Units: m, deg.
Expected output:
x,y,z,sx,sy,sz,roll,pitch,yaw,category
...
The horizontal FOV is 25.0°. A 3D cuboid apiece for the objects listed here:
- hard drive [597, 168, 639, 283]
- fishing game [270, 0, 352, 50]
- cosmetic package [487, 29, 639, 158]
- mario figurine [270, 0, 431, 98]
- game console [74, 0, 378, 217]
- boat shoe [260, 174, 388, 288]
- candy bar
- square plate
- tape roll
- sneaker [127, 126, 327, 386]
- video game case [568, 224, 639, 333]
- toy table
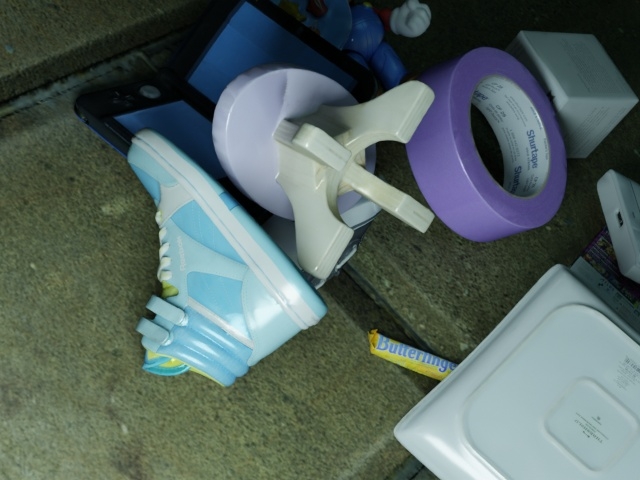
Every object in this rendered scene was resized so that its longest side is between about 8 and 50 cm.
x,y,z,sx,sy,sz,roll,pitch,yaw,category
0.602,0.041,2.284,0.353,0.047,0.233,27,33,-22,hard drive
-0.047,-0.324,2.086,0.264,0.041,0.189,-38,78,-14,fishing game
0.377,-0.233,2.334,0.183,0.151,0.151,-3,54,-40,cosmetic package
0.038,-0.338,2.160,0.198,0.170,0.320,-5,59,-56,mario figurine
-0.123,-0.183,1.840,0.293,0.173,0.250,38,36,27,game console
0.000,0.000,1.872,0.108,0.102,0.301,14,30,19,boat shoe
0.129,0.157,1.883,0.161,0.018,0.040,23,42,-19,candy bar
0.328,0.236,1.798,0.347,0.049,0.344,42,66,14,square plate
0.245,-0.140,2.115,0.274,0.090,0.275,19,62,-40,tape roll
-0.165,0.031,1.654,0.319,0.208,0.127,47,1,22,sneaker
0.469,0.103,2.169,0.232,0.042,0.210,43,39,6,video game case
0.016,-0.093,1.695,0.274,0.252,0.161,15,11,-47,toy table
